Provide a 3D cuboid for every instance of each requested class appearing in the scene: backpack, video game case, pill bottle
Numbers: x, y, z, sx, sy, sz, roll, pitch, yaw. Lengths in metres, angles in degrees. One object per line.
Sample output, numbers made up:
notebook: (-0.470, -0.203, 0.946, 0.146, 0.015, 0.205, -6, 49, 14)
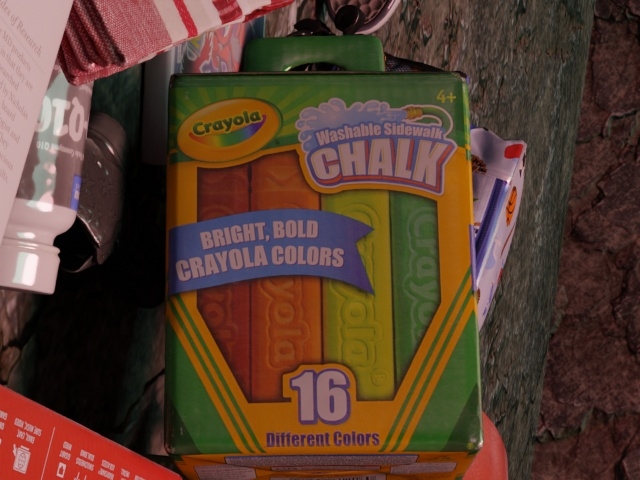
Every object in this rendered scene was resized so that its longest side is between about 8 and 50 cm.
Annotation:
backpack: (0.030, 0.015, 1.184, 0.263, 0.213, 0.276, -59, 163, -22)
video game case: (-0.076, -0.156, 1.101, 0.183, 0.023, 0.201, -17, 111, -72)
pill bottle: (-0.155, -0.045, 0.777, 0.078, 0.078, 0.137, 21, 75, -73)

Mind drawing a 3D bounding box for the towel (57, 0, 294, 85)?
towel: (-0.103, -0.219, 0.841, 0.237, 0.037, 0.329, 66, 22, -7)

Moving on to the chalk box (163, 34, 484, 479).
chalk box: (0.000, 0.000, 0.970, 0.179, 0.180, 0.289, 89, -1, -74)

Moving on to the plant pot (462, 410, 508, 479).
plant pot: (0.041, 0.264, 1.245, 0.265, 0.272, 0.272, -77, 164, -51)

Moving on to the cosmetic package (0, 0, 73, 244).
cosmetic package: (-0.182, -0.050, 0.623, 0.085, 0.117, 0.231, 60, 37, -64)

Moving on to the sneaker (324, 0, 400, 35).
sneaker: (0.068, -0.263, 1.435, 0.163, 0.086, 0.226, 50, 46, -63)

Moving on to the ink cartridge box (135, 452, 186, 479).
ink cartridge box: (-0.102, 0.214, 1.052, 0.109, 0.062, 0.209, 77, 24, -45)

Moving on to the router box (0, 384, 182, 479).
router box: (-0.184, 0.227, 0.751, 0.335, 0.082, 0.301, 50, 47, -67)

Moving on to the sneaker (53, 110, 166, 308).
sneaker: (-0.134, -0.006, 0.912, 0.089, 0.051, 0.170, -66, 151, -46)
